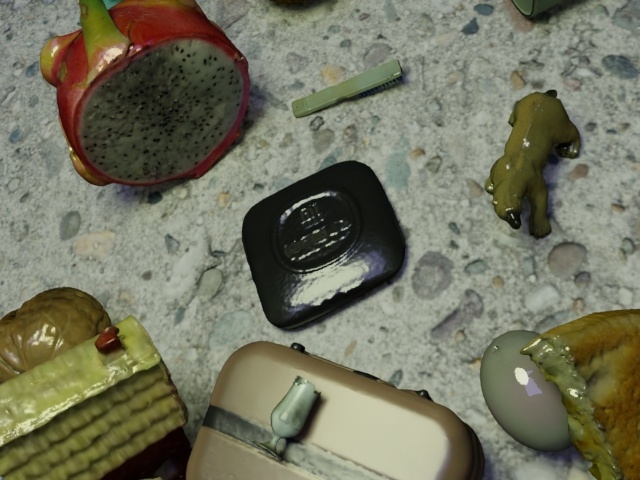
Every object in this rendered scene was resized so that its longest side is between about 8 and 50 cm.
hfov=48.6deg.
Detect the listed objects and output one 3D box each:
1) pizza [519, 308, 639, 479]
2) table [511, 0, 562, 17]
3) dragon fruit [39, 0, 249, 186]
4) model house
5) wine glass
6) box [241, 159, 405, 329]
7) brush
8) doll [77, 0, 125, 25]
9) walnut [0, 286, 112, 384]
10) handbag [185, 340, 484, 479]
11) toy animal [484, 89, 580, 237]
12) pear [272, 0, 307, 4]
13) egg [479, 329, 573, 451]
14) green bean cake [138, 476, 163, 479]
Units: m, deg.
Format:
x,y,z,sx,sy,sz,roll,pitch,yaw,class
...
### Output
x,y,z,sx,sy,sz,roll,pitch,yaw,class
0.316,0.208,0.700,0.280,0.075,0.288,11,79,-20,pizza
0.366,-0.416,0.982,0.220,0.126,0.126,-26,60,5,table
-0.245,-0.228,1.013,0.290,0.290,0.189,-33,59,1,dragon fruit
-0.263,0.203,0.792,0.196,0.254,0.160,-27,52,-24,model house
-0.034,0.178,0.719,0.039,0.042,0.083,35,72,-10,wine glass
0.000,0.000,0.951,0.212,0.042,0.201,-25,58,5,box
0.041,-0.222,1.055,0.178,0.030,0.033,-18,68,21,brush
-0.351,-0.382,1.240,0.159,0.059,0.158,28,75,26,doll
-0.349,0.138,0.933,0.155,0.155,0.184,-32,17,1,walnut
-0.001,0.274,0.763,0.302,0.149,0.283,18,74,23,handbag
0.256,-0.099,0.881,0.103,0.101,0.219,18,72,23,toy animal
-0.043,-0.471,1.115,0.197,0.197,0.197,-7,63,15,pear
0.229,0.161,0.764,0.103,0.103,0.135,-27,63,4,egg
-0.170,0.329,0.712,0.109,0.085,0.179,-13,28,-38,green bean cake
